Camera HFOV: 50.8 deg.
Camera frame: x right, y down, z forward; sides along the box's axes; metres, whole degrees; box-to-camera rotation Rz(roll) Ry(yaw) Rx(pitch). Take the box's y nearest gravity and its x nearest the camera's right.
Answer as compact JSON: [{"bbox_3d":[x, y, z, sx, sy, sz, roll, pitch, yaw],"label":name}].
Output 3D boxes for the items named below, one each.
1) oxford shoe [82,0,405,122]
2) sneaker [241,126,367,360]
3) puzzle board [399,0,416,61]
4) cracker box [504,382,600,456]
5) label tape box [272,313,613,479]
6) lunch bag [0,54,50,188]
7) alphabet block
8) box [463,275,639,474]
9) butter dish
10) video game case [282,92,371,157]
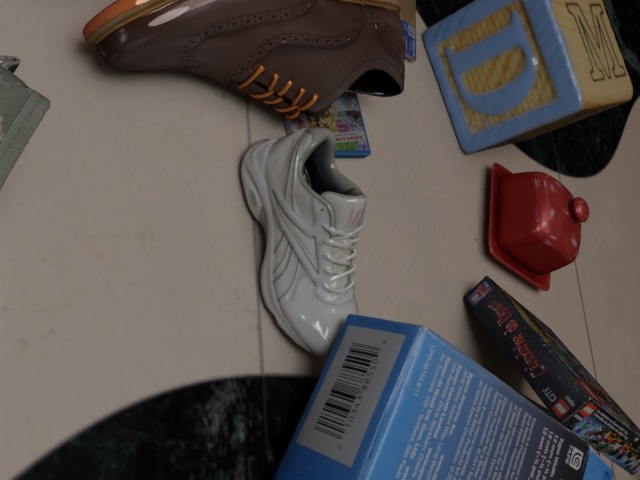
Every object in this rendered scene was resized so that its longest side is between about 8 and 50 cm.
[{"bbox_3d":[-0.040,-0.182,0.647,0.364,0.130,0.132,-17,93,-38],"label":"oxford shoe"},{"bbox_3d":[0.000,0.000,0.638,0.090,0.115,0.232,-16,87,-46],"label":"sneaker"},{"bbox_3d":[0.096,-0.315,0.916,0.096,0.011,0.128,21,63,-39],"label":"puzzle board"},{"bbox_3d":[0.257,0.287,0.822,0.232,0.067,0.155,32,56,-32],"label":"cracker box"},{"bbox_3d":[0.121,0.259,0.632,0.348,0.115,0.249,37,69,-32],"label":"label tape box"},{"bbox_3d":[-0.301,-0.032,0.323,0.235,0.169,0.287,37,57,-29],"label":"lunch bag"},{"bbox_3d":[0.297,-0.251,0.962,0.197,0.192,0.193,-18,91,-45],"label":"alphabet block"},{"bbox_3d":[0.282,0.155,0.811,0.159,0.044,0.233,36,14,-31],"label":"box"},{"bbox_3d":[0.322,-0.030,0.958,0.160,0.118,0.159,29,57,-34],"label":"butter dish"},{"bbox_3d":[-0.004,-0.175,0.768,0.119,0.015,0.166,-6,80,-46],"label":"video game case"}]
